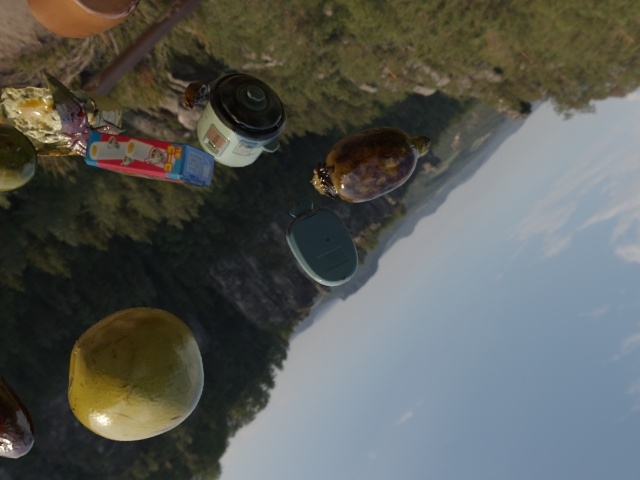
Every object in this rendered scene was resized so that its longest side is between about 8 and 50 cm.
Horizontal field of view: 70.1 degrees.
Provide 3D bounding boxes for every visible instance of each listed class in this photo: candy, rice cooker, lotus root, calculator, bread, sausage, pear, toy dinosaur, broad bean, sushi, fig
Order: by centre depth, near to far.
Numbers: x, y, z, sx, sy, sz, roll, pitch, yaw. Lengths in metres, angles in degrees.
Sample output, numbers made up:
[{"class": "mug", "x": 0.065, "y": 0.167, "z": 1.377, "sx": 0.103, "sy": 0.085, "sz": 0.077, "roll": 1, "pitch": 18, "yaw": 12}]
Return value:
[{"class": "sausage", "x": -0.373, "y": -0.384, "z": 0.708, "sx": 0.121, "sy": 0.121, "sz": 0.304, "roll": -40, "pitch": -145, "yaw": -23}, {"class": "broad bean", "x": -0.573, "y": 0.312, "z": 0.808, "sx": 0.114, "sy": 0.165, "sz": 0.084, "roll": -41, "pitch": 180, "yaw": 38}, {"class": "sushi", "x": -0.294, "y": -0.347, "z": 1.083, "sx": 0.050, "sy": 0.047, "sz": 0.099, "roll": -47, "pitch": -166, "yaw": 51}, {"class": "lotus root", "x": 0.126, "y": -0.188, "z": 1.115, "sx": 0.314, "sy": 0.169, "sz": 0.141, "roll": -22, "pitch": -141, "yaw": 3}, {"class": "pear", "x": -0.476, "y": 0.342, "z": 1.188, "sx": 0.348, "sy": 0.348, "sz": 0.348, "roll": -41, "pitch": 175, "yaw": -5}, {"class": "candy", "x": -0.470, "y": -0.224, "z": 1.266, "sx": 0.157, "sy": 0.306, "sz": 0.100, "roll": 7, "pitch": 92, "yaw": -74}, {"class": "fig", "x": -0.960, "y": -0.244, "z": 1.343, "sx": 0.230, "sy": 0.207, "sz": 0.207, "roll": 2, "pitch": -150, "yaw": 43}, {"class": "toy dinosaur", "x": -0.738, "y": -0.356, "z": 1.399, "sx": 0.207, "sy": 0.112, "sz": 0.327, "roll": -32, "pitch": 149, "yaw": 13}, {"class": "calculator", "x": 0.000, "y": 0.000, "z": 1.422, "sx": 0.189, "sy": 0.302, "sz": 0.042, "roll": -27, "pitch": 168, "yaw": -16}, {"class": "rice cooker", "x": -0.269, "y": -0.408, "z": 1.547, "sx": 0.264, "sy": 0.317, "sz": 0.316, "roll": -44, "pitch": 178, "yaw": -39}, {"class": "bread", "x": -0.981, "y": -0.455, "z": 1.800, "sx": 0.394, "sy": 0.362, "sz": 0.249, "roll": -95, "pitch": -172, "yaw": -80}]
